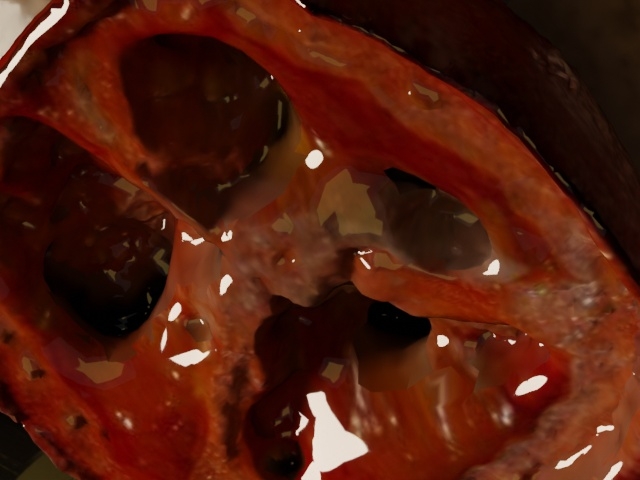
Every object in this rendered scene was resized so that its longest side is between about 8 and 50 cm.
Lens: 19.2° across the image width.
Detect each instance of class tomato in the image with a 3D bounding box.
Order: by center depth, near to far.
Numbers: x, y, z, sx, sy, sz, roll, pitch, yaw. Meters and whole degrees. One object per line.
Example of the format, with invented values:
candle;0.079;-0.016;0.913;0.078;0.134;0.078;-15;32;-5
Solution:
tomato;0.003;-0.002;0.567;0.228;0.101;0.228;11;131;13

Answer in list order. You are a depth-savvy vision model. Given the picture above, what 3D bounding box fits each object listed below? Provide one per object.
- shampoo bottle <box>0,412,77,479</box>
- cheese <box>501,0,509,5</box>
shampoo bottle;-0.090;0.124;0.661;0.284;0.101;0.101;27;116;16
cheese;0.012;-0.141;0.559;0.105;0.042;0.191;-13;98;27
